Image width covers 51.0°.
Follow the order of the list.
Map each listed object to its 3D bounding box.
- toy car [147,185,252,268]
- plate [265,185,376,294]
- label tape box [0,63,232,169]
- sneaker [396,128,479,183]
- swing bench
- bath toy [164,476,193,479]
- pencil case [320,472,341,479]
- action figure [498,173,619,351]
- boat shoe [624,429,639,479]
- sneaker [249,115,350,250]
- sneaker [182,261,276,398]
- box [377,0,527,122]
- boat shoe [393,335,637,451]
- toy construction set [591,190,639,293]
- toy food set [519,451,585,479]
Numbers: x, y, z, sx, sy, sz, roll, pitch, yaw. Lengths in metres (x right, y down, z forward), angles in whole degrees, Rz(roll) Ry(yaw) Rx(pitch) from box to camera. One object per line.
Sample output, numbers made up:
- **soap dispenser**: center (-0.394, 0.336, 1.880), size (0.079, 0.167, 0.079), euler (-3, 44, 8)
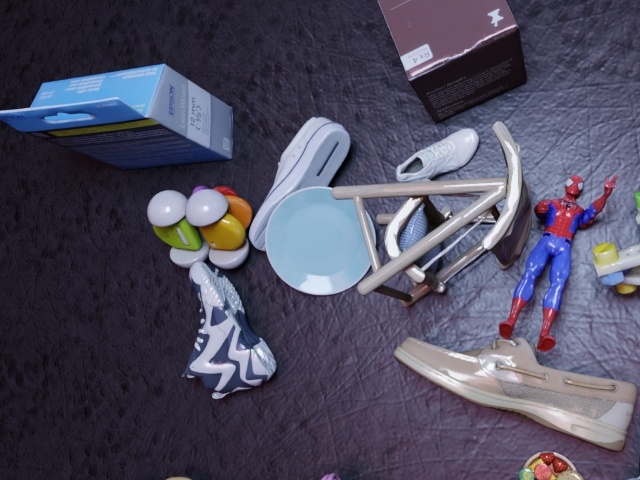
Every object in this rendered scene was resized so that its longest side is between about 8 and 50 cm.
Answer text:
- **toy car**: center (-0.207, -0.040, 1.199), size (0.182, 0.159, 0.136), euler (0, 47, 21)
- **plate**: center (0.000, 0.000, 1.137), size (0.188, 0.024, 0.188), euler (1, 104, 5)
- **label tape box**: center (-0.338, -0.219, 1.153), size (0.249, 0.347, 0.115), euler (-3, 80, 20)
- **sneaker**: center (0.191, -0.133, 1.096), size (0.152, 0.061, 0.054), euler (-34, 70, 11)
- **swing bench**: center (0.187, -0.023, 0.975), size (0.254, 0.253, 0.165), euler (-20, 75, 17)
- **bath toy**: center (-0.311, 0.486, 1.146), size (0.348, 0.129, 0.151), euler (-9, 78, 20)
- **pencil case**: center (-0.082, 0.529, 1.012), size (0.386, 0.167, 0.160), euler (-40, 50, 2)
- **action figure**: center (0.337, 0.001, 0.948), size (0.091, 0.139, 0.280), euler (19, 62, 14)
- **boat shoe**: center (0.448, 0.349, 0.916), size (0.070, 0.078, 0.219), euler (11, 77, 21)
- **sneaker**: center (-0.043, -0.099, 1.174), size (0.258, 0.094, 0.091), euler (-53, 39, 10)
- **sneaker**: center (-0.197, 0.167, 1.161), size (0.153, 0.094, 0.235), euler (-32, 94, 11)
- **box**: center (0.206, -0.317, 1.043), size (0.168, 0.203, 0.167), euler (-22, 74, 15)
- **boat shoe**: center (0.278, 0.197, 0.985), size (0.341, 0.121, 0.110), euler (19, 83, 12)
- **toy construction set**: center (0.538, 0.000, 0.859), size (0.327, 0.215, 0.151), euler (8, 125, 35)
- **toy food set**: center (0.336, 0.353, 0.982), size (0.082, 0.020, 0.083), euler (-42, 70, 10)
